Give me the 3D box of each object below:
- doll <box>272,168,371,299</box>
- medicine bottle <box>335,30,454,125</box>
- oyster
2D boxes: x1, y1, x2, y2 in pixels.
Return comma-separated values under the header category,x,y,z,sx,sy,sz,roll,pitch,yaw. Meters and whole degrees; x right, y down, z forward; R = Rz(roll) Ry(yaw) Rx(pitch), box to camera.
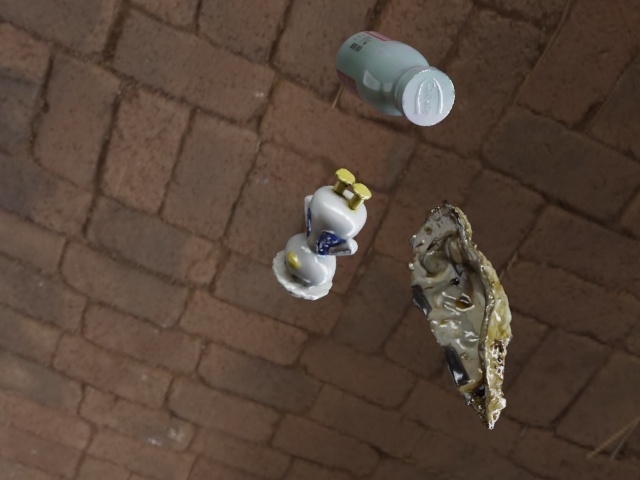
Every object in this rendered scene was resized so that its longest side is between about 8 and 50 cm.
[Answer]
category,x,y,z,sx,sy,sz,roll,pitch,yaw
doll,0.000,0.000,1.581,0.138,0.119,0.293,48,134,20
medicine bottle,0.092,-0.203,1.121,0.090,0.217,0.090,-7,114,-16
oyster,0.183,0.091,1.149,0.078,0.345,0.128,23,127,-33
